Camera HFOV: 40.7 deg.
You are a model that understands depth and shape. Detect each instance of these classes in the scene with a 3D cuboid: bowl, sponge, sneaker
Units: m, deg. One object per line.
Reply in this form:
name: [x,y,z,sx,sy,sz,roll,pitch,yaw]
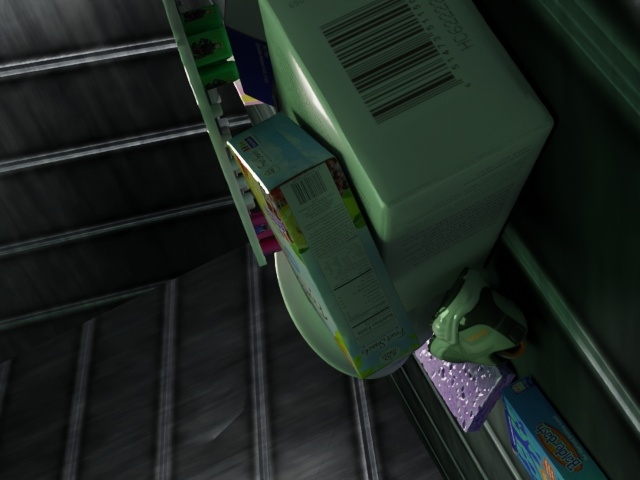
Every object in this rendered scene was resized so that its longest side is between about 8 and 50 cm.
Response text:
bowl: [0.088,0.035,1.207,0.134,0.298,0.298,-24,93,41]
sponge: [0.202,0.171,1.288,0.210,0.031,0.117,58,134,47]
sneaker: [0.199,0.118,1.067,0.108,0.100,0.271,33,174,15]

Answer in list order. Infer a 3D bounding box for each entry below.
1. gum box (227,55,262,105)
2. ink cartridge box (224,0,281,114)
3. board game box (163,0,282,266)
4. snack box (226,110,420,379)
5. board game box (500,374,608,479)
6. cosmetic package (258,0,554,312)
gum box: [-0.051,-0.272,1.300,0.188,0.062,0.107,0,129,36]
ink cartridge box: [-0.069,-0.302,1.018,0.176,0.069,0.371,83,-175,-75]
board game box: [-0.134,-0.223,1.025,0.390,0.050,0.390,77,174,-58]
snack box: [0.000,0.000,0.806,0.207,0.070,0.174,63,174,-25]
board game box: [0.309,0.298,1.097,0.210,0.047,0.160,57,172,46]
cosmetic package: [0.076,-0.083,0.904,0.230,0.161,0.453,61,174,16]
